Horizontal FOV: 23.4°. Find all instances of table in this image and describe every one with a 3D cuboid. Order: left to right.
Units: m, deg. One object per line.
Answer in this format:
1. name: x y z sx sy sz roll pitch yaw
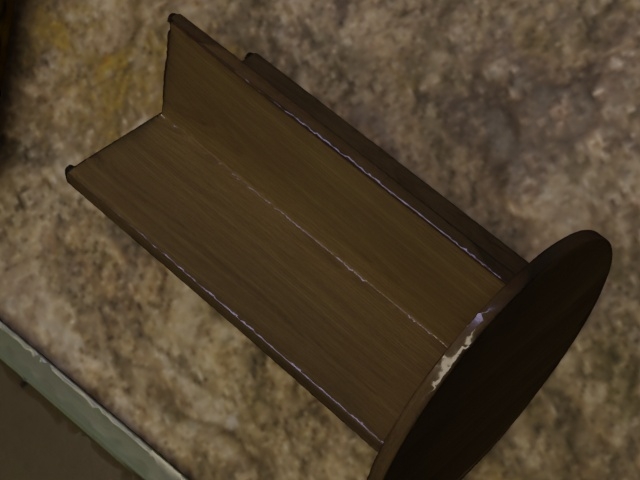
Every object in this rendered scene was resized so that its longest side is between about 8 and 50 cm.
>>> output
1. table: 0.000 0.000 0.745 0.227 0.167 0.167 39 98 21

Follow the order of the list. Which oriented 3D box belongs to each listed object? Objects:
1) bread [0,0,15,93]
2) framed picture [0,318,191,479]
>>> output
1. bread: -0.193 -0.199 0.823 0.084 0.077 0.367 6 91 40
2. framed picture: -0.199 0.205 0.850 0.231 0.018 0.293 39 98 13
